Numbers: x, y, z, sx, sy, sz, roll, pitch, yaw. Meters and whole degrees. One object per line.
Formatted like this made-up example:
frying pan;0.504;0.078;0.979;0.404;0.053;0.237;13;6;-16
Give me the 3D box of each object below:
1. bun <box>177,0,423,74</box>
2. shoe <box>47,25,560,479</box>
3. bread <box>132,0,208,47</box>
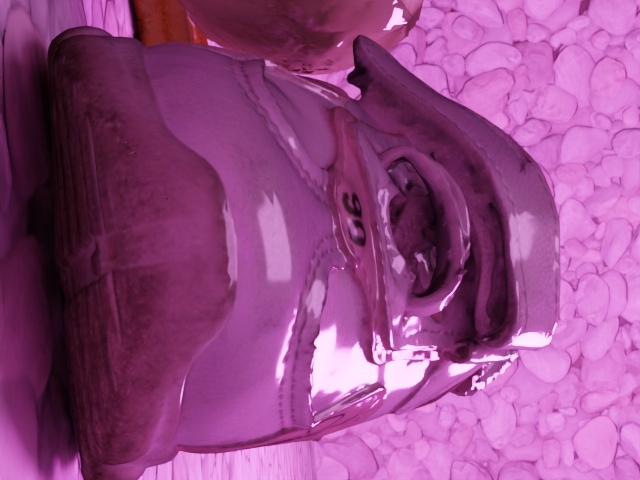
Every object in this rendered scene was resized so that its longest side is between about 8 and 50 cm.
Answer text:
bun;-0.038;-0.210;0.755;0.259;0.152;0.259;-11;90;-78
shoe;0.000;-0.003;0.643;0.351;0.198;0.172;60;24;-89
bread;-0.085;-0.132;0.892;0.090;0.035;0.094;-93;178;-64
